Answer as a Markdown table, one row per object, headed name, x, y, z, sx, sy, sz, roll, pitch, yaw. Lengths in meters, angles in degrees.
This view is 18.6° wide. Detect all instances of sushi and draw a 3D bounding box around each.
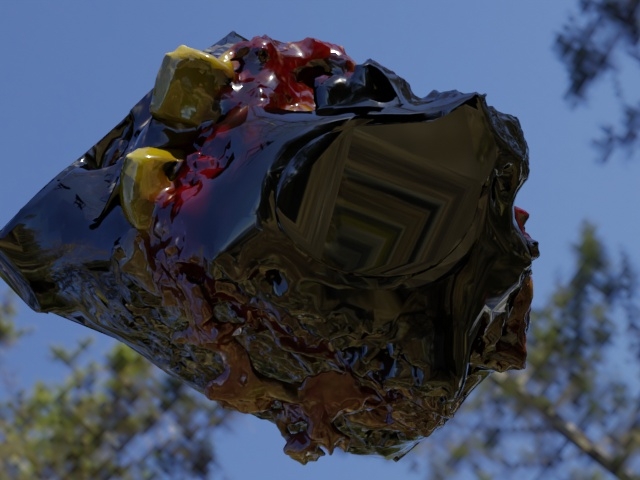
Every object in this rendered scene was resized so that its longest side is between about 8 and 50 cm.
| name | x | y | z | sx | sy | sz | roll | pitch | yaw |
| --- | --- | --- | --- | --- | --- | --- | --- | --- | --- |
| sushi | 0.000 | 0.000 | 0.712 | 0.153 | 0.172 | 0.150 | -44 | 1 | -22 |
